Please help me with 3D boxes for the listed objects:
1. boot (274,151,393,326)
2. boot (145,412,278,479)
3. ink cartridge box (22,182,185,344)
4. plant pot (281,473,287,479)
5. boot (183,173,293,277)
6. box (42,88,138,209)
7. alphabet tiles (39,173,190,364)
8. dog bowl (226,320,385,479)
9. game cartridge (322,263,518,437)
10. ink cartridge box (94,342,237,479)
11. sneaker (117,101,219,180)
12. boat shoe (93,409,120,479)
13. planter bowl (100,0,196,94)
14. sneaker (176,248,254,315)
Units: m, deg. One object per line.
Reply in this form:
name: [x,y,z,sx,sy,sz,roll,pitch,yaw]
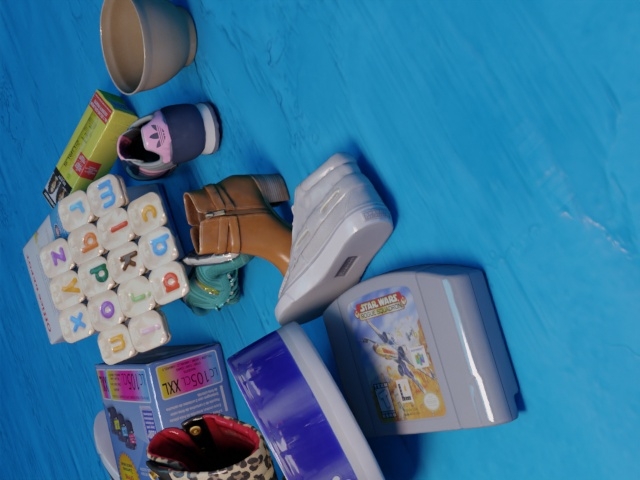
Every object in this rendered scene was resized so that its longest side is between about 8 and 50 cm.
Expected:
boot: [0.000,0.000,1.294,0.258,0.095,0.123,-51,52,41]
boot: [-0.172,0.388,1.432,0.377,0.138,0.284,1,125,36]
ink cartridge box: [-0.391,0.045,1.788,0.270,0.197,0.198,-32,75,55]
plant pot: [0.014,0.440,1.469,0.236,0.032,0.236,25,120,51]
boot: [-0.099,0.003,1.371,0.073,0.152,0.197,-44,65,53]
box: [-0.423,-0.154,1.815,0.232,0.058,0.087,-56,49,17]
alphabet tiles: [-0.330,0.046,1.573,0.278,0.021,0.284,-24,80,30]
dog bowl: [-0.016,0.242,1.271,0.265,0.104,0.265,61,173,13]
game cartridge: [0.107,0.134,1.200,0.297,0.062,0.198,-24,85,57]
ink cartridge box: [-0.249,0.390,1.748,0.270,0.151,0.396,-12,93,57]
sneaker: [-0.289,-0.159,1.621,0.319,0.131,0.112,-17,87,57]
boat shoe: [-0.382,0.485,2.027,0.301,0.108,0.102,51,139,23]
planter bowl: [-0.261,-0.314,1.545,0.162,0.109,0.162,26,122,51]
sneaker: [-0.158,0.051,1.557,0.110,0.107,0.275,55,150,-3]
